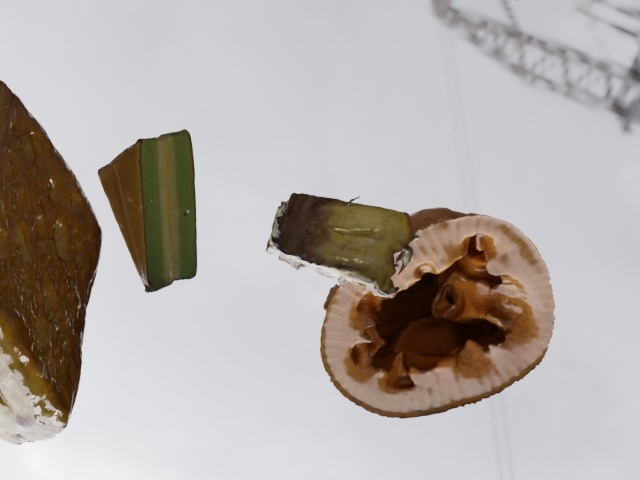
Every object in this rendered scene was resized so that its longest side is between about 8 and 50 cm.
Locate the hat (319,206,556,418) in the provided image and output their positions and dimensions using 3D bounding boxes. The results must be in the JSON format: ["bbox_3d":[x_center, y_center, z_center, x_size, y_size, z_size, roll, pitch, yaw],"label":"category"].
[{"bbox_3d":[0.114,0.024,1.839,0.233,0.244,0.233,4,-151,-5],"label":"hat"}]

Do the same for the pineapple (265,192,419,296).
[{"bbox_3d":[0.000,0.000,1.366,0.137,0.069,0.116,6,170,39],"label":"pineapple"}]

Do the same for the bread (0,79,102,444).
[{"bbox_3d":[-0.239,0.013,1.256,0.099,0.235,0.210,-5,-125,12],"label":"bread"}]

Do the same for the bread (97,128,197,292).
[{"bbox_3d":[-0.155,-0.029,1.759,0.074,0.084,0.139,-15,-100,-42],"label":"bread"}]
